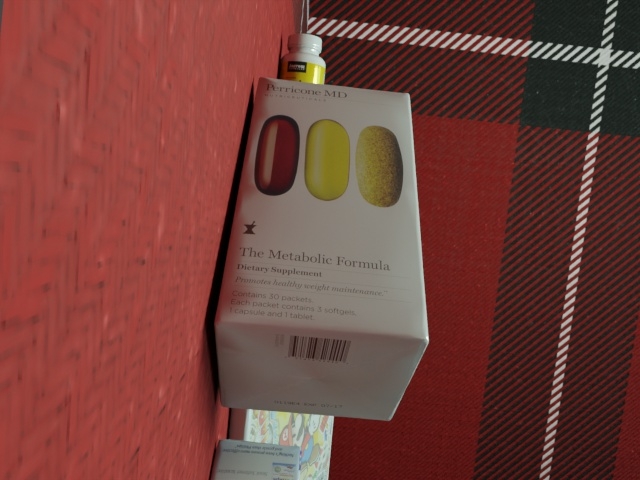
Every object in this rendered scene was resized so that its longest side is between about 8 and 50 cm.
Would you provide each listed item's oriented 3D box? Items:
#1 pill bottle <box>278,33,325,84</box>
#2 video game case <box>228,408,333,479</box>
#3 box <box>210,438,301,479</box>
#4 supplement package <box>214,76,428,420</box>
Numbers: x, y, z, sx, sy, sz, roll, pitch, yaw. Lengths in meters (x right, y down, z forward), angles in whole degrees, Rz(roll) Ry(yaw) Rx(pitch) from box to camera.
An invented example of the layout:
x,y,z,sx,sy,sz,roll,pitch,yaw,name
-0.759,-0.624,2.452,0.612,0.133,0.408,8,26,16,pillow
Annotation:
x,y,z,sx,sy,sz,roll,pitch,yaw,name
-0.027,-0.223,0.836,0.065,0.065,0.117,-122,-143,-87,pill bottle
-0.034,0.191,0.668,0.206,0.026,0.227,5,91,-63,video game case
-0.057,0.253,0.475,0.137,0.072,0.126,-86,-178,-49,box
0.000,0.000,0.488,0.134,0.138,0.244,99,-5,-52,supplement package
